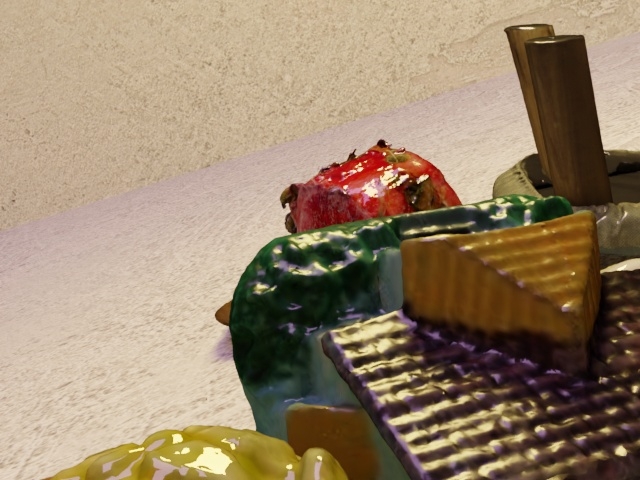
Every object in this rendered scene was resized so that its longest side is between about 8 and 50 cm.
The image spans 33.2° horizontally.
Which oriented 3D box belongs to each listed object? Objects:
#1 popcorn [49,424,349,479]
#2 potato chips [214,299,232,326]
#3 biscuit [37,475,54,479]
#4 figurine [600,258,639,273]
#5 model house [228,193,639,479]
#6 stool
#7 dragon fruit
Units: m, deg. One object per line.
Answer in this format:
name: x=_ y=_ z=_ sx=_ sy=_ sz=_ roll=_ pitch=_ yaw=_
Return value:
popcorn: x=-0.045 y=0.215 z=0.535 sx=0.259 sy=0.259 sz=0.212 roll=-20 pitch=-2 yaw=-9
potato chips: x=-0.053 y=0.070 z=1.408 sx=0.195 sy=0.062 sz=0.208 roll=-35 pitch=0 yaw=-38
biscuit: x=-0.311 y=0.277 z=1.013 sx=0.220 sy=0.029 sz=0.142 roll=-28 pitch=16 yaw=-34
figurine: x=0.260 y=0.078 z=0.862 sx=0.235 sy=0.127 sz=0.155 roll=-11 pitch=-6 yaw=20
model house: x=0.120 y=0.087 z=0.646 sx=0.280 sy=0.230 sz=0.249 roll=-11 pitch=1 yaw=-22
stool: x=0.340 y=-0.126 z=1.168 sx=0.310 sy=0.226 sz=0.310 roll=-5 pitch=13 yaw=5
dragon fruit: x=0.055 y=0.000 z=1.263 sx=0.147 sy=0.211 sz=0.282 roll=-34 pitch=40 yaw=-27
